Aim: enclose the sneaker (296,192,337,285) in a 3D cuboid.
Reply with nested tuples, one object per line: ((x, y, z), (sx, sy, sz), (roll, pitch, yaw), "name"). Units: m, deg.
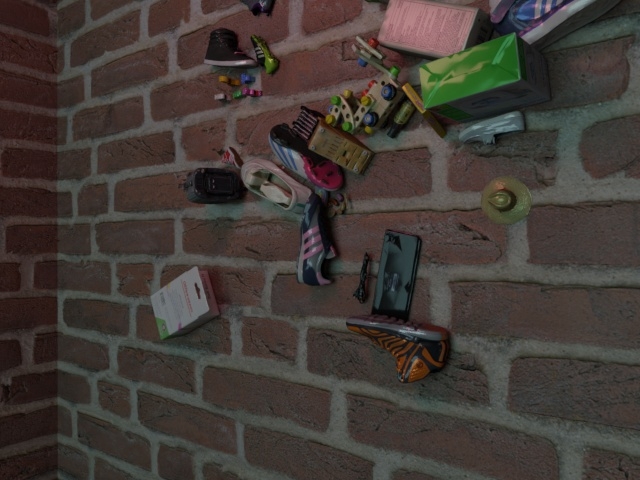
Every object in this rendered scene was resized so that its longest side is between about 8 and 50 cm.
((0.000, 0.000, 1.913), (0.131, 0.112, 0.319), (9, 103, 16), "sneaker")

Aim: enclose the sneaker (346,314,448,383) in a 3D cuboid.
((0.218, 0.331, 1.693), (0.321, 0.124, 0.180), (9, 97, 28), "sneaker")

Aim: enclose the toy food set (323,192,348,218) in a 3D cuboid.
((0.053, -0.121, 1.917), (0.122, 0.019, 0.078), (-14, 81, 46), "toy food set")

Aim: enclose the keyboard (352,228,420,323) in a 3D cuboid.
((0.205, 0.122, 1.785), (0.201, 0.033, 0.317), (14, 98, 31), "keyboard")

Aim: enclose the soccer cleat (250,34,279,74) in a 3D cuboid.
((-0.223, -0.704, 2.115), (0.072, 0.060, 0.179), (-46, 66, 31), "soccer cleat")

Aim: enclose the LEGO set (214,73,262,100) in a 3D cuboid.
((-0.340, -0.601, 2.185), (0.227, 0.093, 0.087), (2, 91, 39), "LEGO set")

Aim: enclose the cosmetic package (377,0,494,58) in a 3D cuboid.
((0.330, -0.602, 1.623), (0.296, 0.129, 0.153), (29, 109, 35), "cosmetic package")

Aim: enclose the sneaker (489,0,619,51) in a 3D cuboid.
((0.580, -0.641, 1.419), (0.322, 0.130, 0.236), (-28, 77, 41), "sneaker")

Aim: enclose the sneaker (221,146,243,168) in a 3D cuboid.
((-0.351, -0.311, 2.227), (0.067, 0.042, 0.118), (-46, 55, 25), "sneaker")

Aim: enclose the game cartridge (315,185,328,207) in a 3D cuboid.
((0.004, -0.157, 1.947), (0.056, 0.017, 0.083), (-11, 76, 44), "game cartridge")

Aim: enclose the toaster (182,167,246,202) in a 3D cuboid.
((-0.419, -0.209, 2.190), (0.146, 0.227, 0.129), (-10, 83, 56), "toaster")

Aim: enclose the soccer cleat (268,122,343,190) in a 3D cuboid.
((-0.050, -0.275, 1.957), (0.331, 0.116, 0.143), (44, 158, 15), "soccer cleat")

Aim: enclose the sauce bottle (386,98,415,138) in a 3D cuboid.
((0.250, -0.377, 1.742), (0.042, 0.042, 0.128), (44, 116, 30), "sauce bottle")

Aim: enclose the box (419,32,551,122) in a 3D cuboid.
((0.433, -0.417, 1.473), (0.262, 0.231, 0.127), (-9, 83, 38), "box")

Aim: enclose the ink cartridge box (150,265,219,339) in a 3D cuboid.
((-0.547, 0.257, 2.335), (0.353, 0.119, 0.207), (-30, 71, 36), "ink cartridge box")

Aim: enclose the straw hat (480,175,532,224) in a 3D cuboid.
((0.495, -0.111, 1.532), (0.144, 0.061, 0.145), (1, 91, 39), "straw hat")

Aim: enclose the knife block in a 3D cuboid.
((0.038, -0.352, 1.901), (0.275, 0.242, 0.088), (26, 114, -11), "knife block")

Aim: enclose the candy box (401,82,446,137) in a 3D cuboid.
((0.299, -0.367, 1.600), (0.027, 0.206, 0.105), (-36, 67, 17), "candy box")

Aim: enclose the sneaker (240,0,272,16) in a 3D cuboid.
((-0.275, -0.916, 2.144), (0.223, 0.083, 0.098), (24, 110, 36), "sneaker")

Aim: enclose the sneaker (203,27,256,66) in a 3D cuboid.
((-0.352, -0.751, 2.187), (0.295, 0.104, 0.147), (21, 108, 41), "sneaker")

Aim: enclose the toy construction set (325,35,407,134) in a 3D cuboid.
((0.142, -0.463, 1.747), (0.215, 0.151, 0.328), (54, 143, 25), "toy construction set")

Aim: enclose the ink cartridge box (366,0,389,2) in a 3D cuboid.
((0.206, -0.781, 1.735), (0.209, 0.109, 0.062), (22, 103, 37), "ink cartridge box")

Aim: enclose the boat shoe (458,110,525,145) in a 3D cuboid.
((0.474, -0.297, 1.554), (0.184, 0.066, 0.063), (-15, 79, 28), "boat shoe")

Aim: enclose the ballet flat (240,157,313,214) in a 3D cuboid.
((-0.189, -0.206, 2.040), (0.400, 0.139, 0.139), (31, 109, 35), "ballet flat")
